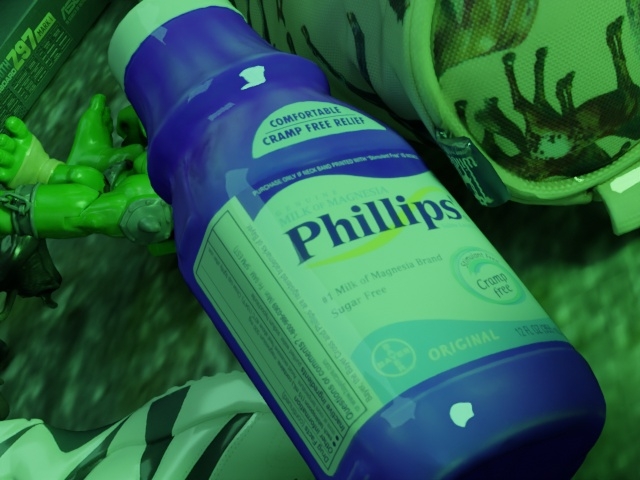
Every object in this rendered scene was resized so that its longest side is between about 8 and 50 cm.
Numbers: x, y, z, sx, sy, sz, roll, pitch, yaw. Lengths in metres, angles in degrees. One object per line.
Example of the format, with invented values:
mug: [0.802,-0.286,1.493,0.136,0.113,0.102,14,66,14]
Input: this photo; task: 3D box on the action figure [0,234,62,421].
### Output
action figure: [-0.240,0.101,0.926,0.164,0.141,0.275,-35,29,32]

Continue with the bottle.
bottle: [0.000,0.000,0.704,0.283,0.118,0.092,54,141,31]

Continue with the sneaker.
sneaker: [-0.074,0.152,0.738,0.235,0.094,0.153,-8,61,13]

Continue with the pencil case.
pencil case: [0.035,-0.128,0.873,0.160,0.183,0.410,-19,21,-20]

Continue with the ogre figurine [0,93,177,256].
ogre figurine: [-0.114,-0.040,0.986,0.118,0.197,0.096,10,95,21]

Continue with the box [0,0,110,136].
box: [-0.302,-0.130,1.367,0.183,0.059,0.232,-2,48,46]
